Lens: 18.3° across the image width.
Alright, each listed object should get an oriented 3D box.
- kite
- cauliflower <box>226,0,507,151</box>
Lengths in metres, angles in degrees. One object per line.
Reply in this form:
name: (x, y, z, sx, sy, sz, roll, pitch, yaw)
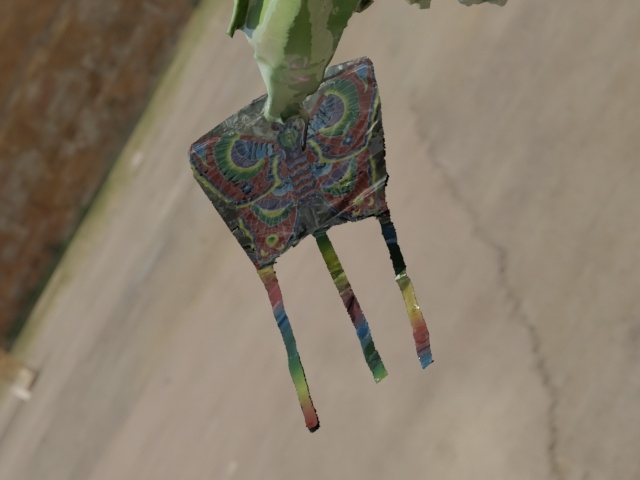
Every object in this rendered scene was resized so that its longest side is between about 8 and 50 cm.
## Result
kite: (0.000, 0.000, 1.356, 0.152, 0.015, 0.285, -26, 51, 11)
cauliflower: (0.002, -0.202, 1.272, 0.239, 0.256, 0.315, 56, 142, 38)
